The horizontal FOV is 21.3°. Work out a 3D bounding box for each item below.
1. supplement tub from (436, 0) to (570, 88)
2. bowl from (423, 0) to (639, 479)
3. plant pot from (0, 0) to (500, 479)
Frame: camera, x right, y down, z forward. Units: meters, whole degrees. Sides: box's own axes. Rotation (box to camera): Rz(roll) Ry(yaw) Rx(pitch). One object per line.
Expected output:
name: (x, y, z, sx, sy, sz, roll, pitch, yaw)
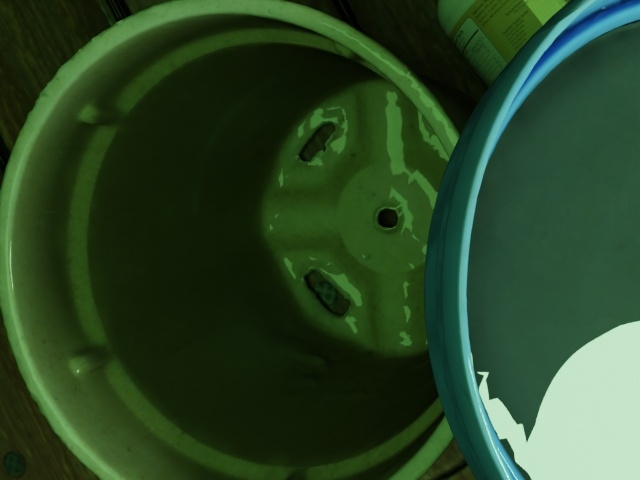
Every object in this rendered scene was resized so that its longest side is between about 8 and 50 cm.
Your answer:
supplement tub: (0.171, -0.149, 1.160, 0.144, 0.144, 0.200, -40, 82, 22)
bowl: (0.238, 0.028, 0.971, 0.391, 0.077, 0.391, 1, 88, -21)
plant pot: (0.000, 0.000, 1.163, 0.333, 0.305, 0.334, 3, 99, 21)
